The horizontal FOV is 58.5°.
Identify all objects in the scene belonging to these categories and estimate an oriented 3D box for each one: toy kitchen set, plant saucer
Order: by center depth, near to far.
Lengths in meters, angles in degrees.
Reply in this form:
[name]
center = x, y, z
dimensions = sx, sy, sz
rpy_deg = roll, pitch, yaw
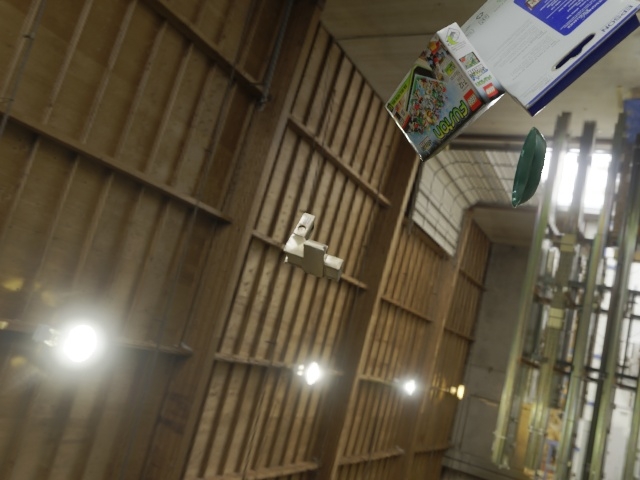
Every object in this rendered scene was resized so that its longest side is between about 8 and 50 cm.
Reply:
[toy kitchen set]
center = 0.000, 0.000, 0.802
dimensions = 0.068, 0.083, 0.075
rpy_deg = 91, -158, -55
[plant saucer]
center = 0.305, -0.104, 0.832
dimensions = 0.119, 0.021, 0.119
rpy_deg = 12, -90, -82

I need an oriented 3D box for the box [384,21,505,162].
[box]
center = 0.168, -0.201, 0.817
dimensions = 0.036, 0.207, 0.114
rpy_deg = -32, -95, -18

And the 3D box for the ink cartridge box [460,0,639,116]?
[ink cartridge box]
center = 0.303, -0.279, 0.782
dimensions = 0.065, 0.165, 0.332
rpy_deg = 37, -155, -24
